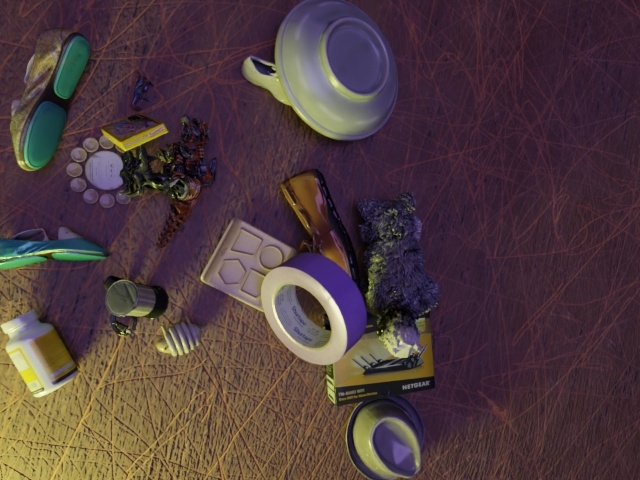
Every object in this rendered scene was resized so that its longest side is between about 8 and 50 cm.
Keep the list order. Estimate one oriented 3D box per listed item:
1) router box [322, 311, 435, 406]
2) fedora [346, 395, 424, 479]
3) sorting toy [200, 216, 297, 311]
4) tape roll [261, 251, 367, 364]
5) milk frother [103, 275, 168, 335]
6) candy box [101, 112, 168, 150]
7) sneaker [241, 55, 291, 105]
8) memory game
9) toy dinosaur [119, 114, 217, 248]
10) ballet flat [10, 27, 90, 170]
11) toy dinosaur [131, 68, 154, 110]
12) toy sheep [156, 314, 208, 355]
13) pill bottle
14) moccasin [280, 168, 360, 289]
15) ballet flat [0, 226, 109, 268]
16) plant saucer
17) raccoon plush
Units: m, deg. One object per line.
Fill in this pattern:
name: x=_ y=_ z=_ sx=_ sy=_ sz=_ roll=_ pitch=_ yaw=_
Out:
router box: x=0.167 y=0.318 z=1.307 sx=0.308 sy=0.081 sz=0.243 roll=-5 pitch=91 yaw=-17
fedora: x=0.205 y=0.574 z=1.293 sx=0.243 sy=0.124 sz=0.276 roll=-31 pitch=98 yaw=-14
sorting toy: x=-0.189 y=0.066 z=1.232 sx=0.208 sy=0.038 sz=0.193 roll=30 pitch=81 yaw=-19
tape roll: x=-0.021 y=0.172 z=1.149 sx=0.090 sy=0.274 sz=0.275 roll=-33 pitch=99 yaw=-44
milk frother: x=-0.464 y=0.165 z=1.095 sx=0.129 sy=0.135 sz=0.143 roll=15 pitch=81 yaw=15
candy box: x=-0.440 y=-0.258 z=1.072 sx=0.105 sy=0.205 sz=0.027 roll=-35 pitch=126 yaw=-21
sneaker: x=-0.108 y=-0.431 z=1.229 sx=0.212 sy=0.094 sz=0.080 roll=19 pitch=83 yaw=-16
memory game: x=-0.533 y=-0.173 z=1.143 sx=0.186 sy=0.012 sz=0.186 roll=0 pitch=90 yaw=-17
toy dinosaur: x=-0.362 y=-0.152 z=1.127 sx=0.218 sy=0.164 sz=0.322 roll=12 pitch=67 yaw=-38
ballet flat: x=-0.651 y=-0.335 z=1.068 sx=0.123 sy=0.123 sz=0.349 roll=19 pitch=85 yaw=-15
toy dinosaur: x=-0.460 y=-0.375 z=1.164 sx=0.090 sy=0.047 sz=0.082 roll=40 pitch=87 yaw=21
toy sheep: x=-0.349 y=0.243 z=1.156 sx=0.132 sy=0.091 sz=0.091 roll=-24 pitch=96 yaw=-21
pill bottle: x=-0.651 y=0.257 z=1.055 sx=0.103 sy=0.103 sz=0.184 roll=-27 pitch=97 yaw=-15
moccasin: x=0.000 y=0.000 z=1.234 sx=0.146 sy=0.139 sz=0.380 roll=-23 pitch=95 yaw=10
ballet flat: x=-0.635 y=0.010 z=1.078 sx=0.247 sy=0.083 sz=0.087 roll=-5 pitch=77 yaw=-18
plant saucer: x=0.076 y=-0.477 z=1.234 sx=0.400 sy=0.100 sz=0.401 roll=2 pitch=85 yaw=-31
raccoon plush: x=0.208 y=0.050 z=1.160 sx=0.215 sy=0.446 sz=0.300 roll=-10 pitch=106 yaw=-3
